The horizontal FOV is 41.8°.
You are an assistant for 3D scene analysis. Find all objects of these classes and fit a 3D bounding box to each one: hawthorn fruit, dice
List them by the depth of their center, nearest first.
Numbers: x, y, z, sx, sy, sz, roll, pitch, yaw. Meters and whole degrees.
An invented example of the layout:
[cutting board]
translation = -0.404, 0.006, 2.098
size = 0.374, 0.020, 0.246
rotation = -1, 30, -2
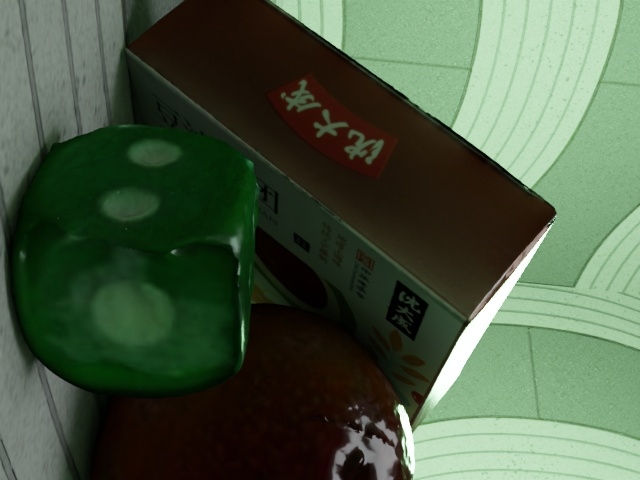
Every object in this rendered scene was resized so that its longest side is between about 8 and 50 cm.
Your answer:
[dice]
translation = -0.106, 0.011, 0.513
size = 0.120, 0.131, 0.128
rotation = -88, -178, -51
[hawthorn fruit]
translation = -0.064, 0.195, 0.733
size = 0.311, 0.295, 0.295
rotation = 180, -84, -66

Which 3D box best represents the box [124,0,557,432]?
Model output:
[box]
translation = 0.000, 0.000, 0.798
size = 0.122, 0.344, 0.385
rotation = -45, 163, -21
